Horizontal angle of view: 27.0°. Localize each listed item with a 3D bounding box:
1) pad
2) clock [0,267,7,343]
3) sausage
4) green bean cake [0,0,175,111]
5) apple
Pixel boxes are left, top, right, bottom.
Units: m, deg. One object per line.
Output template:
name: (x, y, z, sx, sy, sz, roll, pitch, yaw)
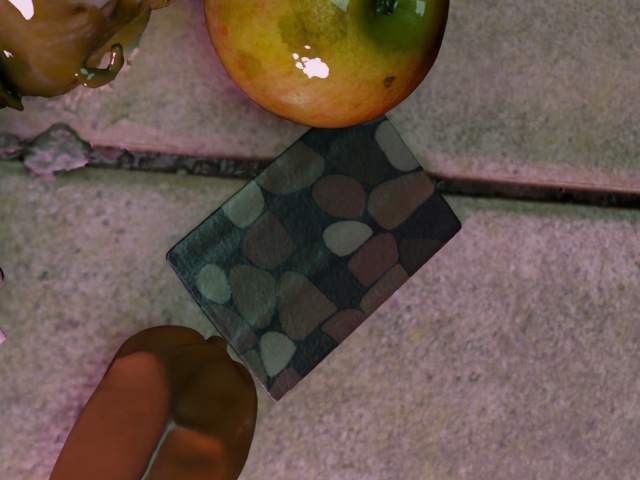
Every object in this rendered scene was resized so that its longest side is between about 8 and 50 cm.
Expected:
pad: (0.000, 0.000, 1.114, 0.235, 0.003, 0.158, -41, 105, -20)
clock: (-0.282, -0.015, 0.900, 0.229, 0.155, 0.063, 38, 69, 18)
sausage: (-0.128, 0.178, 0.985, 0.136, 0.120, 0.241, 35, 74, -54)
green bean cake: (-0.186, -0.265, 0.894, 0.310, 0.202, 0.285, -51, 125, -13)
apple: (0.009, -0.184, 1.030, 0.196, 0.196, 0.196, 1, 88, -25)
